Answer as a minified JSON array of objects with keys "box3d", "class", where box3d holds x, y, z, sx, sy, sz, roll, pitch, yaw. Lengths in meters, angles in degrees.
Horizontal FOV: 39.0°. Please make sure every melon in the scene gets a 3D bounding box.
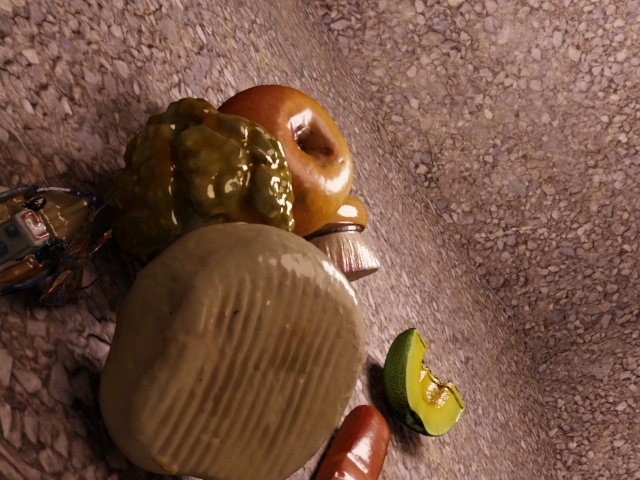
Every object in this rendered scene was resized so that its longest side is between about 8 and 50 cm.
[{"box3d":[0.201,0.345,2.047,0.265,0.129,0.169,58,42,-26],"class":"melon"}]

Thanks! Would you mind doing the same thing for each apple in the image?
[{"box3d":[-0.098,-0.131,1.652,0.299,0.275,0.298,34,44,-41],"class":"apple"}]

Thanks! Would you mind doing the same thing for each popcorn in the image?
[{"box3d":[-0.169,-0.050,1.325,0.274,0.279,0.335,68,-23,15],"class":"popcorn"}]

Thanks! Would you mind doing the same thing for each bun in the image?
[{"box3d":[-0.122,0.151,1.175,0.361,0.361,0.213,52,-13,-31],"class":"bun"}]

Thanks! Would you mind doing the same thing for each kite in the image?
[{"box3d":[-0.299,0.027,1.110,0.010,0.182,0.160,28,41,7],"class":"kite"}]

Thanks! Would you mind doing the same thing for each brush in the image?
[{"box3d":[0.000,0.000,1.892,0.267,0.174,0.166,12,63,-57],"class":"brush"}]

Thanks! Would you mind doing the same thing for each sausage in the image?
[{"box3d":[0.057,0.400,1.618,0.097,0.094,0.348,49,22,-3],"class":"sausage"}]

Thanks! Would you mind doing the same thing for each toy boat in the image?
[{"box3d":[-0.342,-0.009,1.055,0.114,0.115,0.262,61,19,-9],"class":"toy boat"}]
